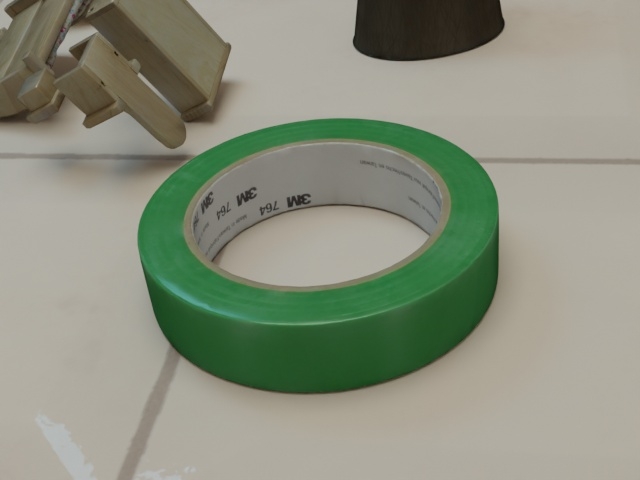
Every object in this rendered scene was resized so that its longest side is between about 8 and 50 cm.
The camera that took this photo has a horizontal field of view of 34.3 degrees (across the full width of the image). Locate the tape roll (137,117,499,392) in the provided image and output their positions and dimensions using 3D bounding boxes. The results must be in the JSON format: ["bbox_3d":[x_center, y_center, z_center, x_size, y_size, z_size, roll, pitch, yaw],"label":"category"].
[{"bbox_3d":[0.000,0.000,0.942,0.321,0.077,0.321,-4,36,3],"label":"tape roll"}]

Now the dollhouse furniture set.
[{"bbox_3d":[-0.307,-0.180,1.271,0.356,0.174,0.303,-21,40,32],"label":"dollhouse furniture set"}]

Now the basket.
[{"bbox_3d":[0.132,-0.364,1.294,0.204,0.226,0.154,-14,37,-11],"label":"basket"}]
